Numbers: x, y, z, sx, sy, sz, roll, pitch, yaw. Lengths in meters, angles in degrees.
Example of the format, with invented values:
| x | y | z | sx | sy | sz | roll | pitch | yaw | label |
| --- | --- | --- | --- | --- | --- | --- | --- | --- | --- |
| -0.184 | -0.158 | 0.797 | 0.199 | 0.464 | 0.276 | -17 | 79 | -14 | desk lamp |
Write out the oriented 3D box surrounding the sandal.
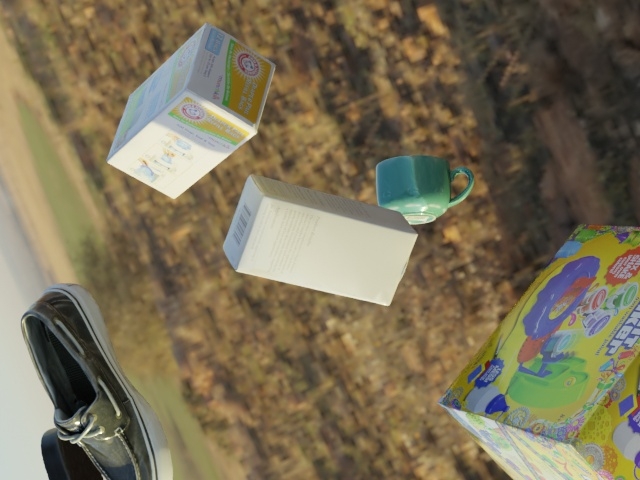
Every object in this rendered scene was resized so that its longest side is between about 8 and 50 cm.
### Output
| x | y | z | sx | sy | sz | roll | pitch | yaw | label |
| --- | --- | --- | --- | --- | --- | --- | --- | --- | --- |
| -0.403 | 0.539 | 2.231 | 0.167 | 0.107 | 0.446 | 30 | -140 | -72 | sandal |

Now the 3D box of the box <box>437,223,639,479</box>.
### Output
| x | y | z | sx | sy | sz | roll | pitch | yaw | label |
| --- | --- | --- | --- | --- | --- | --- | --- | --- | --- |
| 0.336 | 0.147 | 1.460 | 0.177 | 0.290 | 0.279 | 46 | 164 | -19 | box |

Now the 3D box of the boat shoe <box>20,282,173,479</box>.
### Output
| x | y | z | sx | sy | sz | roll | pitch | yaw | label |
| --- | --- | --- | --- | --- | --- | --- | --- | --- | --- |
| -0.320 | 0.226 | 1.784 | 0.121 | 0.119 | 0.335 | -22 | 98 | 32 | boat shoe |

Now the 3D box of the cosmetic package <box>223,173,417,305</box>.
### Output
| x | y | z | sx | sy | sz | roll | pitch | yaw | label |
| --- | --- | --- | --- | --- | --- | --- | --- | --- | --- |
| 0.000 | 0.000 | 1.752 | 0.117 | 0.231 | 0.085 | -68 | 24 | 18 | cosmetic package |

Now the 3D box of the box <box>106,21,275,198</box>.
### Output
| x | y | z | sx | sy | sz | roll | pitch | yaw | label |
| --- | --- | --- | --- | --- | --- | --- | --- | --- | --- |
| -0.159 | -0.156 | 1.596 | 0.203 | 0.103 | 0.114 | -32 | 36 | 48 | box |

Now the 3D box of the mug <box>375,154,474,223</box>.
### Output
| x | y | z | sx | sy | sz | roll | pitch | yaw | label |
| --- | --- | --- | --- | --- | --- | --- | --- | --- | --- |
| 0.172 | -0.085 | 2.256 | 0.157 | 0.129 | 0.097 | -11 | 74 | 37 | mug |
